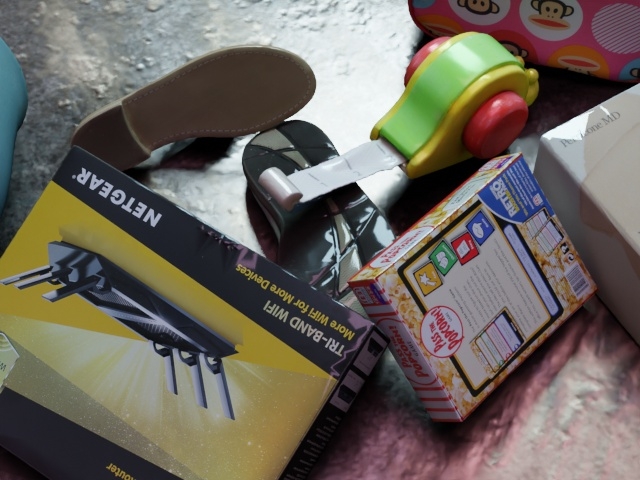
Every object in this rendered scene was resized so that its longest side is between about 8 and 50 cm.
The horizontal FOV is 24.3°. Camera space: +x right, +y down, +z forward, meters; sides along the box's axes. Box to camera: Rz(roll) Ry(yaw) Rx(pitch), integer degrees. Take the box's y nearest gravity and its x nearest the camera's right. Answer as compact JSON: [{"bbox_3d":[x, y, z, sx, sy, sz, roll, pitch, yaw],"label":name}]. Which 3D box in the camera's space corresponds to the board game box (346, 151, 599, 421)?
[{"bbox_3d":[0.134,0.038,1.264,0.193,0.045,0.146,-38,105,-29],"label":"board game box"}]

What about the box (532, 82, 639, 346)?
[{"bbox_3d":[0.328,0.019,1.290,0.148,0.121,0.311,-29,62,-16],"label":"box"}]

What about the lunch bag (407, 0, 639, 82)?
[{"bbox_3d":[0.229,-0.280,1.400,0.293,0.258,0.120,14,59,9],"label":"lunch bag"}]

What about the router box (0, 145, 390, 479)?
[{"bbox_3d":[-0.137,0.101,1.220,0.309,0.081,0.243,30,85,18],"label":"router box"}]

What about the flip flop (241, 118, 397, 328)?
[{"bbox_3d":[0.000,0.000,1.338,0.112,0.080,0.277,-20,46,-7],"label":"flip flop"}]

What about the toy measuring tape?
[{"bbox_3d":[0.088,-0.117,1.330,0.330,0.121,0.121,-21,57,-39],"label":"toy measuring tape"}]

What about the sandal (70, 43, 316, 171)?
[{"bbox_3d":[-0.124,-0.135,1.422,0.240,0.088,0.079,-20,22,4],"label":"sandal"}]

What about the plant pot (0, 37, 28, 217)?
[{"bbox_3d":[-0.387,-0.078,1.290,0.272,0.271,0.255,12,45,8],"label":"plant pot"}]
